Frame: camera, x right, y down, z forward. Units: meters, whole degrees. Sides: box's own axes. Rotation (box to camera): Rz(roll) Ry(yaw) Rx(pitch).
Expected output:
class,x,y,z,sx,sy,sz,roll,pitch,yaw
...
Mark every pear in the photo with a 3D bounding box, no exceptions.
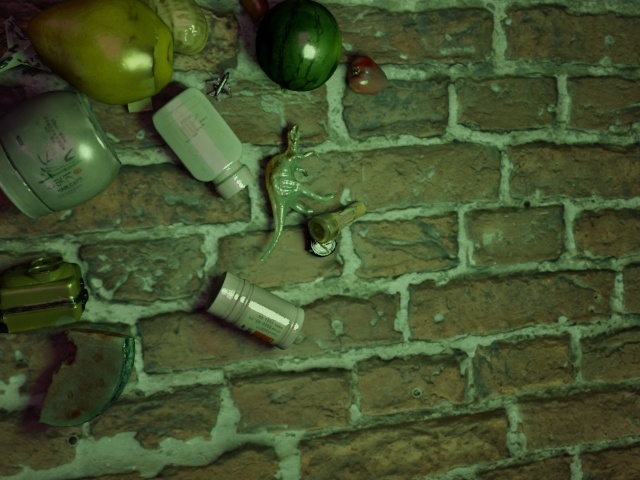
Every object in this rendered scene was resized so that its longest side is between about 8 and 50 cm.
class,x,y,z,sx,sy,sz,roll,pitch,yaw
pear,-0.525,-0.456,1.582,0.337,0.285,0.284,-9,96,14

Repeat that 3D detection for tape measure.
class,x,y,z,sx,sy,sz,roll,pitch,yaw
tape measure,0.000,0.002,1.889,0.091,0.054,0.094,-21,92,-12

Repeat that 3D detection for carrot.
class,x,y,z,sx,sy,sz,roll,pitch,yaw
carrot,-0.225,-0.730,1.786,0.069,0.069,0.335,-31,94,-12

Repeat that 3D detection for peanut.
class,x,y,z,sx,sy,sz,roll,pitch,yaw
peanut,-0.419,-0.620,1.695,0.153,0.140,0.325,-44,102,8

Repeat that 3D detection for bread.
class,x,y,z,sx,sy,sz,roll,pitch,yaw
bread,-0.486,-0.415,1.741,0.068,0.028,0.153,-9,94,-11

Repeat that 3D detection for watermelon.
class,x,y,z,sx,sy,sz,roll,pitch,yaw
watermelon,-0.058,-0.518,1.746,0.243,0.242,0.242,-1,93,-16
watermelon,-0.610,0.342,1.720,0.318,0.148,0.226,-43,85,4

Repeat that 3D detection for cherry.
class,x,y,z,sx,sy,sz,roll,pitch,yaw
cherry,0.127,-0.466,1.881,0.126,0.087,0.106,39,75,-32

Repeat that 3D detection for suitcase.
class,x,y,z,sx,sy,sz,roll,pitch,yaw
suitcase,-0.702,0.130,1.626,0.235,0.194,0.143,-8,105,-15

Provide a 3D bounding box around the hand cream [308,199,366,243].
class,x,y,z,sx,sy,sz,roll,pitch,yaw
hand cream,0.058,-0.060,1.862,0.203,0.084,0.083,-27,101,-41

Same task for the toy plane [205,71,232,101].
class,x,y,z,sx,sy,sz,roll,pitch,yaw
toy plane,-0.272,-0.426,1.799,0.079,0.031,0.083,28,86,-15

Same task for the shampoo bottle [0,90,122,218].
class,x,y,z,sx,sy,sz,roll,pitch,yaw
shampoo bottle,-0.648,-0.207,1.583,0.266,0.273,0.272,-32,101,-8

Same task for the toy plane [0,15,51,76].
class,x,y,z,sx,sy,sz,roll,pitch,yaw
toy plane,-0.752,-0.467,1.637,0.234,0.082,0.160,-48,113,-21

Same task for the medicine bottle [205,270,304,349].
class,x,y,z,sx,sy,sz,roll,pitch,yaw
medicine bottle,-0.180,0.193,1.809,0.250,0.133,0.133,30,85,-16

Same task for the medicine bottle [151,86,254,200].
class,x,y,z,sx,sy,sz,roll,pitch,yaw
medicine bottle,-0.307,-0.254,1.761,0.161,0.111,0.296,-41,101,-9

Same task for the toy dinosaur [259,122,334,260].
class,x,y,z,sx,sy,sz,roll,pitch,yaw
toy dinosaur,-0.086,-0.120,1.839,0.206,0.092,0.392,30,86,-17
